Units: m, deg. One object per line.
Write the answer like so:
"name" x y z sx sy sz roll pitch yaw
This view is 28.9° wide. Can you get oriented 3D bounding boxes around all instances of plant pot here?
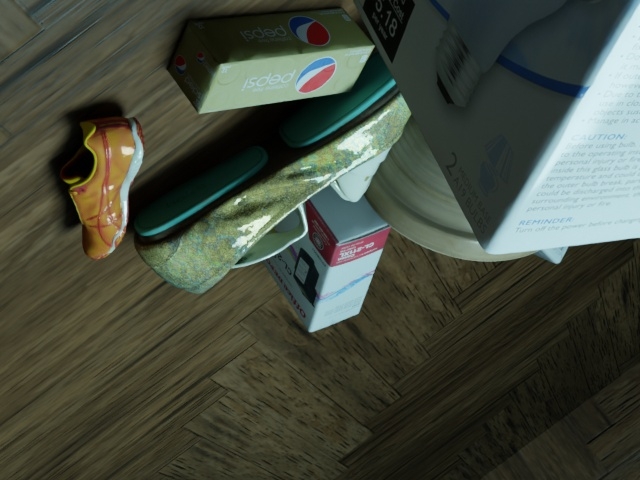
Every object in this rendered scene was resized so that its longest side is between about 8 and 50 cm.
"plant pot" 0.162 -0.100 1.289 0.237 0.237 0.109 -21 145 -30

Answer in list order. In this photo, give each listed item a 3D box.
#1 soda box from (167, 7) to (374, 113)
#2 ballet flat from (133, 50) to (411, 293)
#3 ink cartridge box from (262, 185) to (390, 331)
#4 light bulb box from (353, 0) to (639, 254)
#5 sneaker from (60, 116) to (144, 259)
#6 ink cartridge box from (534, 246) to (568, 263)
"soda box" -0.043 -0.165 1.122 0.181 0.058 0.061 -14 147 -40
"ballet flat" -0.022 -0.064 1.239 0.349 0.123 0.123 -34 155 2
"ink cartridge box" 0.000 0.000 1.375 0.072 0.127 0.175 -22 151 -26
"light bulb box" 0.209 -0.242 0.921 0.225 0.357 0.361 -7 144 -24
"sneaker" -0.206 -0.050 1.132 0.068 0.064 0.175 -2 137 -20
"ink cartridge box" 0.325 -0.110 1.681 0.238 0.060 0.275 -63 153 -2
